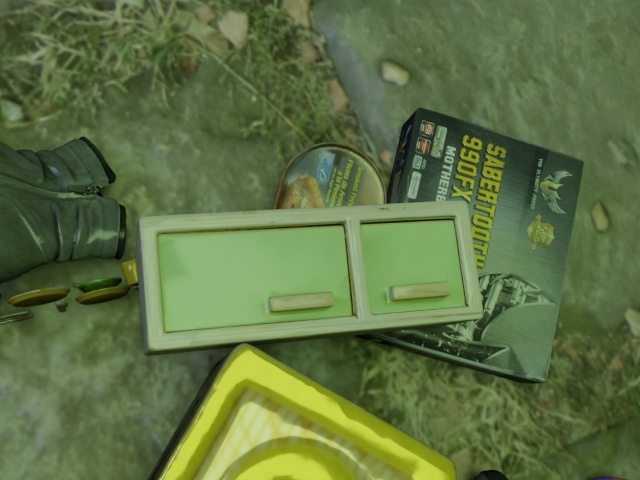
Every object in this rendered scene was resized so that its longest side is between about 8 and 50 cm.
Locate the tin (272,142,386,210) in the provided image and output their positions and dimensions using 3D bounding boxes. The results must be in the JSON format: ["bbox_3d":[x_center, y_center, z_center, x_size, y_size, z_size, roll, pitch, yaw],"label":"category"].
[{"bbox_3d":[0.000,0.000,0.740,0.106,0.040,0.190,16,76,-4],"label":"tin"}]

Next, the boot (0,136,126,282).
[{"bbox_3d":[-0.278,-0.067,0.679,0.161,0.083,0.247,-17,66,-35],"label":"boot"}]

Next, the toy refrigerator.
[{"bbox_3d":[-0.010,0.029,0.635,0.269,0.094,0.102,-3,80,-16],"label":"toy refrigerator"}]

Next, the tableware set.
[{"bbox_3d":[-0.221,0.041,0.649,0.154,0.104,0.024,-11,80,-15],"label":"tableware set"}]

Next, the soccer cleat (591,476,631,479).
[{"bbox_3d":[0.354,0.301,0.703,0.248,0.095,0.083,39,74,15],"label":"soccer cleat"}]

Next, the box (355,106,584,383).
[{"bbox_3d":[0.148,0.006,0.760,0.183,0.056,0.231,17,76,-8],"label":"box"}]

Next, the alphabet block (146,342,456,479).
[{"bbox_3d":[-0.040,0.212,0.604,0.192,0.197,0.194,29,74,-5],"label":"alphabet block"}]

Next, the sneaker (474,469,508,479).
[{"bbox_3d":[0.135,0.320,0.682,0.098,0.083,0.224,-2,80,-8],"label":"sneaker"}]
